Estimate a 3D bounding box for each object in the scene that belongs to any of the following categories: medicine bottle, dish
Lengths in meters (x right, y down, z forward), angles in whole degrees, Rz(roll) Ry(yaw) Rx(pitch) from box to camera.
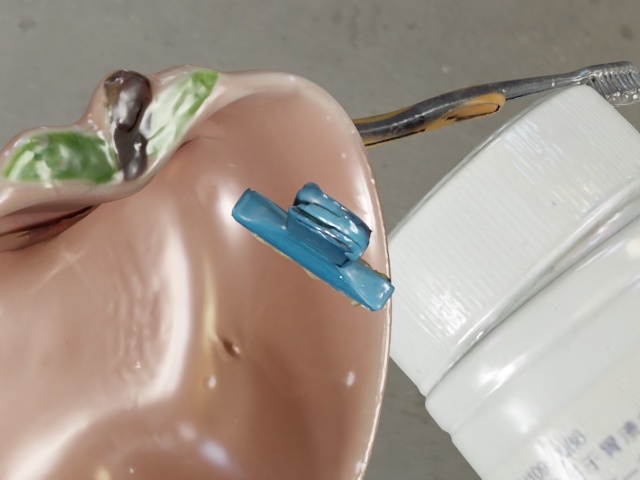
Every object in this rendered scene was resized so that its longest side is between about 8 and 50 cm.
[{"bbox_3d":[0.180,0.095,0.909,0.190,0.190,0.332,-41,80,13],"label":"medicine bottle"},{"bbox_3d":[-0.075,0.034,0.565,0.090,0.213,0.213,13,87,44],"label":"dish"}]

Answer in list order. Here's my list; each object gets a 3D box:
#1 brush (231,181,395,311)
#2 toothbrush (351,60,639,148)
[{"bbox_3d":[0.000,0.000,0.434,0.051,0.164,0.014,32,87,0],"label":"brush"},{"bbox_3d":[0.080,-0.077,1.003,0.031,0.321,0.023,58,141,27],"label":"toothbrush"}]
